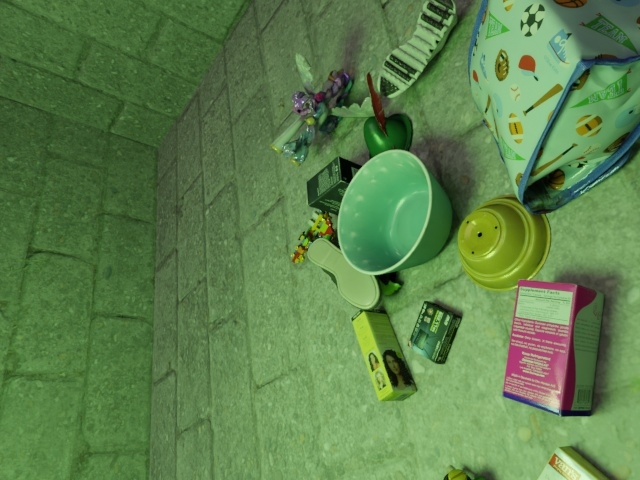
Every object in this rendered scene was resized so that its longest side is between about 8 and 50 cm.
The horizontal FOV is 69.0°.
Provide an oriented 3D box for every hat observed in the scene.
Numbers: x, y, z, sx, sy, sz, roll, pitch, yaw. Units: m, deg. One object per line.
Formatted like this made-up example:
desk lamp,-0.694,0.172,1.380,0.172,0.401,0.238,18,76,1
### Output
hat,0.138,-0.319,1.328,0.173,0.184,0.208,-11,69,51

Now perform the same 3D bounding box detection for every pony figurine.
pony figurine,-0.013,-0.421,1.503,0.363,0.303,0.351,-53,14,6

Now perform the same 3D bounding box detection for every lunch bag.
lunch bag,0.424,-0.280,0.863,0.385,0.239,0.327,88,173,-57

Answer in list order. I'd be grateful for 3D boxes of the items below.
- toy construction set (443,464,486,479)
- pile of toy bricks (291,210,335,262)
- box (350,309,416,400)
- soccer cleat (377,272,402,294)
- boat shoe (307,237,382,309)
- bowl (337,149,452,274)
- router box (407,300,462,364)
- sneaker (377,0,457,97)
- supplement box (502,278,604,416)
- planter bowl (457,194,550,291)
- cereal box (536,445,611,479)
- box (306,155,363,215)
toy construction set,0.222,0.576,0.936,0.257,0.237,0.309,66,155,3
pile of toy bricks,0.000,0.000,1.478,0.105,0.118,0.212,38,125,10
box,0.156,0.283,1.175,0.058,0.087,0.232,-50,44,33
soccer cleat,0.172,0.061,1.263,0.072,0.060,0.178,-33,59,31
boat shoe,0.082,0.093,1.292,0.112,0.096,0.335,-53,39,3
bowl,0.203,-0.055,1.166,0.312,0.163,0.311,-22,62,48
router box,0.266,0.214,1.091,0.092,0.038,0.122,25,98,53
sneaker,0.273,-0.517,1.283,0.110,0.118,0.292,46,116,14
supplement box,0.419,0.188,0.836,0.114,0.111,0.219,4,80,54
planter bowl,0.364,-0.004,0.998,0.217,0.090,0.217,-23,60,48
cereal box,0.421,0.499,0.776,0.173,0.047,0.240,40,109,51
box,0.066,-0.154,1.389,0.158,0.156,0.093,-34,52,42
